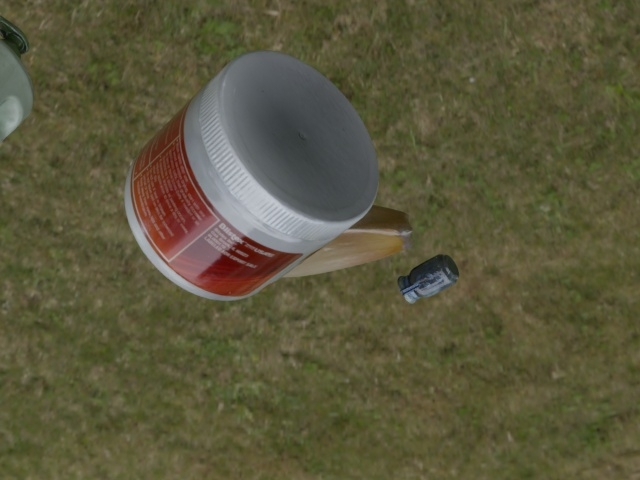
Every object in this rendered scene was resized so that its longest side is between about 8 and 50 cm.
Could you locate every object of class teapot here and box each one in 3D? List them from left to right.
[{"bbox_3d":[0.154,0.059,1.390,0.083,0.063,0.049,-31,114,23],"label":"teapot"}]

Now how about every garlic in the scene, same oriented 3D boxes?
[{"bbox_3d":[-0.004,-0.004,1.548,0.318,0.112,0.143,-3,150,20],"label":"garlic"}]

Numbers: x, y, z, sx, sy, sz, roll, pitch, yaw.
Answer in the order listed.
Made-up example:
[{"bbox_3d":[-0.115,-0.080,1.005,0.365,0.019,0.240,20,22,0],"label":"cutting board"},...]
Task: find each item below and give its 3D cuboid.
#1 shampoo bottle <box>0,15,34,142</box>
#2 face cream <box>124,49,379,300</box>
[{"bbox_3d":[-0.347,-0.128,0.939,0.087,0.234,0.118,-5,133,29],"label":"shampoo bottle"},{"bbox_3d":[-0.073,-0.061,0.995,0.201,0.201,0.187,33,135,-23],"label":"face cream"}]
